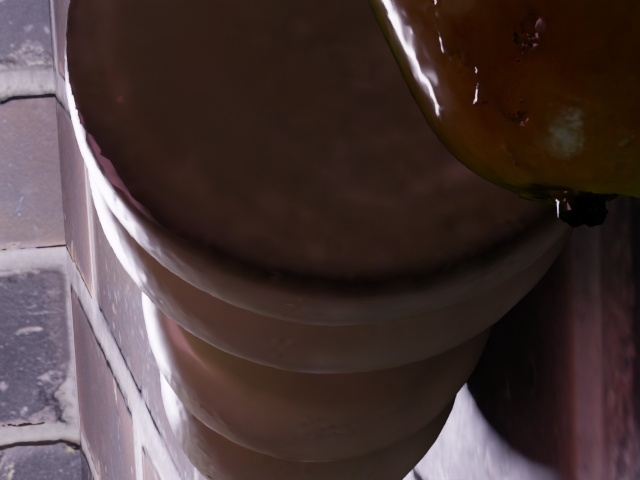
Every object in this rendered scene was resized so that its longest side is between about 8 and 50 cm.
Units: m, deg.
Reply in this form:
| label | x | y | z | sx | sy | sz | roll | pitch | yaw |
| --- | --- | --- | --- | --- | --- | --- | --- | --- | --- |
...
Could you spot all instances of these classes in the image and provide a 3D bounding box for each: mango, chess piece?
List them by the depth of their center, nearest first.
| label | x | y | z | sx | sy | sz | roll | pitch | yaw |
| --- | --- | --- | --- | --- | --- | --- | --- | --- | --- |
| mango | 0.056 | -0.118 | 0.439 | 0.125 | 0.111 | 0.233 | 139 | 139 | -58 |
| chess piece | 0.000 | 0.000 | 0.659 | 0.300 | 0.167 | 0.167 | 100 | 162 | -65 |
